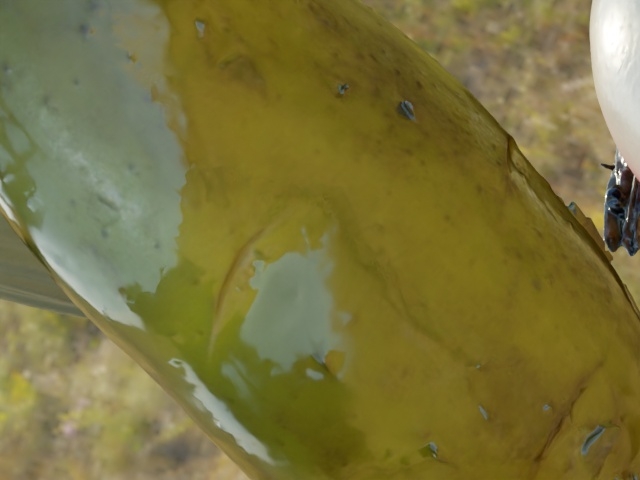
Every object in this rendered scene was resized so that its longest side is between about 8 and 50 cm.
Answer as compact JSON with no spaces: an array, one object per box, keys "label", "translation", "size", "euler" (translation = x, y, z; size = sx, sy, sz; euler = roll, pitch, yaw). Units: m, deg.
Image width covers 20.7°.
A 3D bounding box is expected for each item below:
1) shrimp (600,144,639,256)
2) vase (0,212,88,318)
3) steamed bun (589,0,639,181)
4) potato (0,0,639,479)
[{"label":"shrimp","translation":[0.283,-0.100,1.456],"size":[0.058,0.169,0.296],"euler":[7,65,23]},{"label":"vase","translation":[-0.138,-0.023,0.865],"size":[0.128,0.248,0.128],"euler":[0,89,25]},{"label":"steamed bun","translation":[0.323,-0.119,1.220],"size":[0.309,0.309,0.309],"euler":[-44,36,44]},{"label":"potato","translation":[0.000,0.000,0.600],"size":[0.140,0.300,0.173],"euler":[-43,13,22]}]
